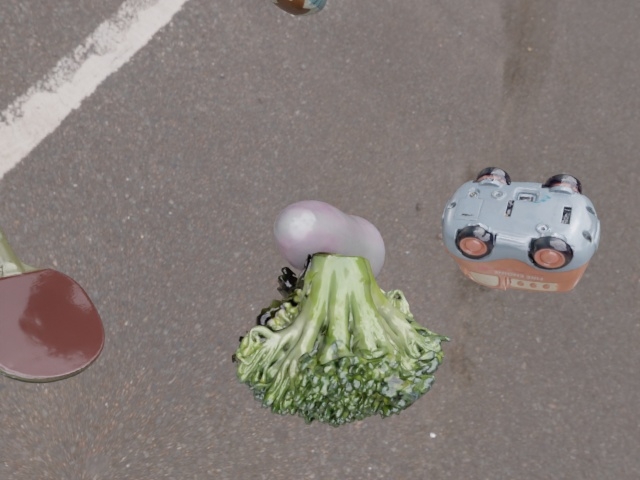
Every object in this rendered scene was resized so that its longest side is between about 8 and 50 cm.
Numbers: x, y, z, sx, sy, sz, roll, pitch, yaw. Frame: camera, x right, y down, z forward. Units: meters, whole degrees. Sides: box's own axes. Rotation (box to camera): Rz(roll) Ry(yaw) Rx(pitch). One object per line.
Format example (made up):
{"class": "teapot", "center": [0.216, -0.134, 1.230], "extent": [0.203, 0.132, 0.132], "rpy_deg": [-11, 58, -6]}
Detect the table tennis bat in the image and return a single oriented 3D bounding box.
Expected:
{"class": "table tennis bat", "center": [-0.348, 0.061, 0.641], "extent": [0.138, 0.022, 0.246], "rpy_deg": [-10, 54, -51]}

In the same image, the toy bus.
{"class": "toy bus", "center": [0.394, 0.000, 1.099], "extent": [0.287, 0.232, 0.194], "rpy_deg": [7, 54, 26]}

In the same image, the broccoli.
{"class": "broccoli", "center": [0.035, 0.171, 0.920], "extent": [0.324, 0.334, 0.272], "rpy_deg": [38, 66, -56]}

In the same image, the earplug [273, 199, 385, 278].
{"class": "earplug", "center": [0.000, 0.000, 1.032], "extent": [0.172, 0.301, 0.172], "rpy_deg": [-5, 77, 21]}

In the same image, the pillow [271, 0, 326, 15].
{"class": "pillow", "center": [-0.083, -0.400, 0.749], "extent": [0.233, 0.086, 0.214], "rpy_deg": [30, 24, -33]}
